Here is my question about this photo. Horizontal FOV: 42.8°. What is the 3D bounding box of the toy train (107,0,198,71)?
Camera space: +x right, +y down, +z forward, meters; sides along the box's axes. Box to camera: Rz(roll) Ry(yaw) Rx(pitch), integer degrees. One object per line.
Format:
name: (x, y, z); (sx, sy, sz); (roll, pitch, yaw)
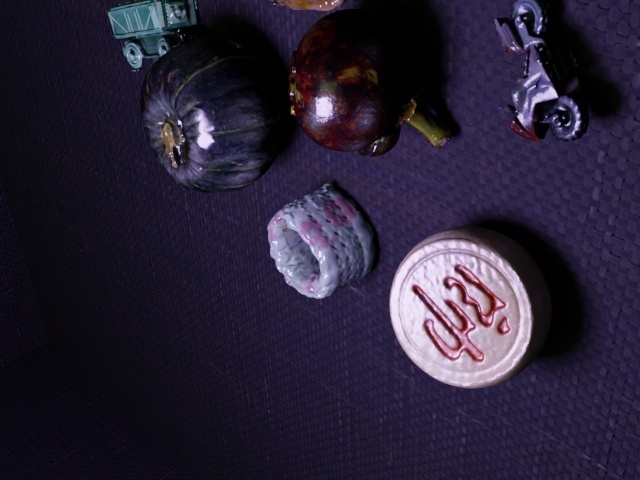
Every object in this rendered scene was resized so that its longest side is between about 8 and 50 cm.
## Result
toy train: (-0.361, -0.463, 1.814); (0.269, 0.115, 0.154); (10, 113, 49)

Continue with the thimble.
thimble: (0.000, 0.000, 1.648); (0.185, 0.149, 0.211); (7, 119, 53)

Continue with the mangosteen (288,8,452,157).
mangosteen: (0.087, -0.245, 1.334); (0.289, 0.231, 0.231); (18, 144, -10)

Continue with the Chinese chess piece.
Chinese chess piece: (0.248, 0.110, 1.362); (0.270, 0.112, 0.269); (6, 103, 30)

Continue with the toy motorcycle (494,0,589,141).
toy motorcycle: (0.302, -0.231, 1.150); (0.122, 0.082, 0.213); (-25, 82, 52)

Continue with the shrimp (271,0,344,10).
shrimp: (-0.036, -0.475, 1.433); (0.219, 0.046, 0.152); (8, 121, 45)

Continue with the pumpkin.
pumpkin: (-0.217, -0.251, 1.658); (0.323, 0.241, 0.323); (27, 128, 41)
